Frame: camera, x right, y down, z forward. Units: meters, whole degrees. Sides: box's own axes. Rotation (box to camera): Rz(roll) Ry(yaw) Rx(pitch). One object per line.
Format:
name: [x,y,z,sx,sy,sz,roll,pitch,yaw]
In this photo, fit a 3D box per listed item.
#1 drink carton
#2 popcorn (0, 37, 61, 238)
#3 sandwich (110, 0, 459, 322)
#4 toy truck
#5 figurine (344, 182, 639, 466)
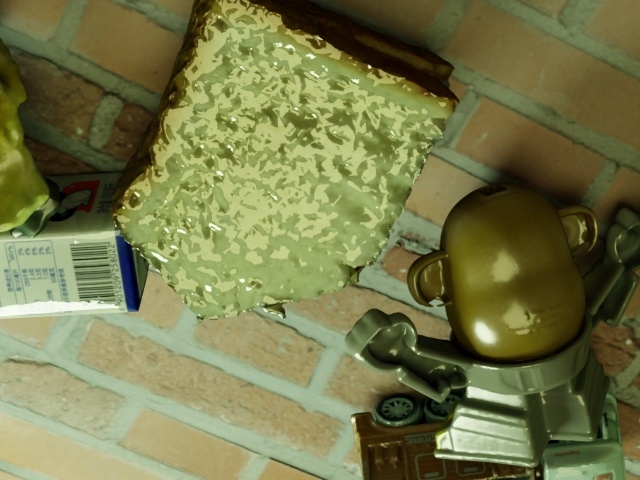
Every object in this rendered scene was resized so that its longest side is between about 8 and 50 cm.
drink carton: [-0.338,0.010,1.320,0.314,0.130,0.107,-4,119,2]
popcorn: [-0.418,-0.126,1.165,0.293,0.237,0.293,-1,85,15]
sandwich: [-0.048,-0.075,1.252,0.262,0.131,0.325,21,109,-13]
toy truck: [0.194,0.261,1.448,0.305,0.162,0.136,-8,120,5]
figurine: [0.201,0.077,1.329,0.342,0.167,0.285,-34,122,-33]
